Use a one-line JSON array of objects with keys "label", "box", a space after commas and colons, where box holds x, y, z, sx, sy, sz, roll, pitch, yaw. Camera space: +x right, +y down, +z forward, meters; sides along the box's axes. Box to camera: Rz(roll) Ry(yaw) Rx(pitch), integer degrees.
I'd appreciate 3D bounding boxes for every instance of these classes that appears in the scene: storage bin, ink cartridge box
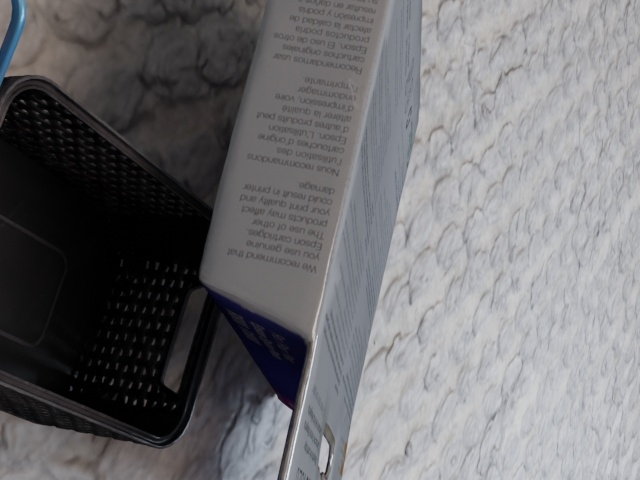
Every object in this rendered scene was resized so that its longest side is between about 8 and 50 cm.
[{"label": "storage bin", "box": [-0.129, 0.015, 0.482, 0.180, 0.084, 0.122, 41, 59, -53]}, {"label": "ink cartridge box", "box": [0.000, 0.000, 0.610, 0.324, 0.071, 0.330, 78, 25, -71]}]

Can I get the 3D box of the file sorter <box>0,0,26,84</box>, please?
[{"label": "file sorter", "box": [-0.190, -0.052, 0.297, 0.170, 0.118, 0.104, -39, 169, -51]}]
